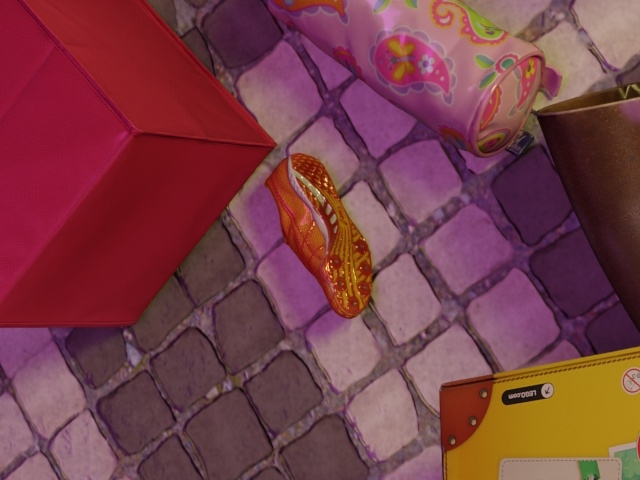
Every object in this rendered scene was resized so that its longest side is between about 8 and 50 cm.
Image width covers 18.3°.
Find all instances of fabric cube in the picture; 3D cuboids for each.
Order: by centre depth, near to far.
[{"bbox_3d":[-0.256,-0.091,1.973,0.259,0.254,0.258,48,112,23],"label":"fabric cube"}]

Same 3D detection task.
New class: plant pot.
[{"bbox_3d":[0.313,-0.022,1.676,0.215,0.215,0.230,-10,97,30],"label":"plant pot"}]

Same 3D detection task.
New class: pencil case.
[{"bbox_3d":[0.084,-0.191,1.854,0.284,0.124,0.124,36,107,26],"label":"pencil case"}]

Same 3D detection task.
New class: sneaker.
[{"bbox_3d":[0.000,0.000,1.939,0.067,0.064,0.175,-42,62,45],"label":"sneaker"}]

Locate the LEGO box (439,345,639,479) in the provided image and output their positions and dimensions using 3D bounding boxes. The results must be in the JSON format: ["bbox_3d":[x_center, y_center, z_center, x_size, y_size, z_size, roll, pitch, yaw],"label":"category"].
[{"bbox_3d":[0.348,0.270,1.563,0.500,0.193,0.373,-14,69,37],"label":"LEGO box"}]
